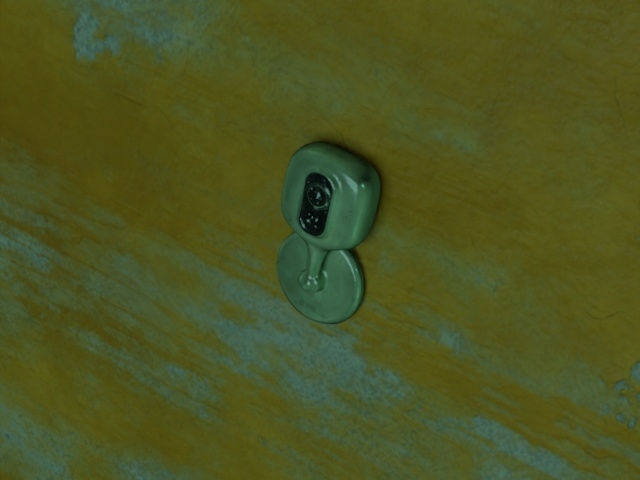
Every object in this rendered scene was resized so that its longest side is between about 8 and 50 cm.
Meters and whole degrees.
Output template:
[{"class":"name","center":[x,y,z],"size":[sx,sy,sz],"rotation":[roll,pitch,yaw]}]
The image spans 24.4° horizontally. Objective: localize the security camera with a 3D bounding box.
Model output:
[{"class":"security camera","center":[0.000,0.000,2.230],"size":[0.157,0.080,0.301],"rotation":[26,123,24]}]
